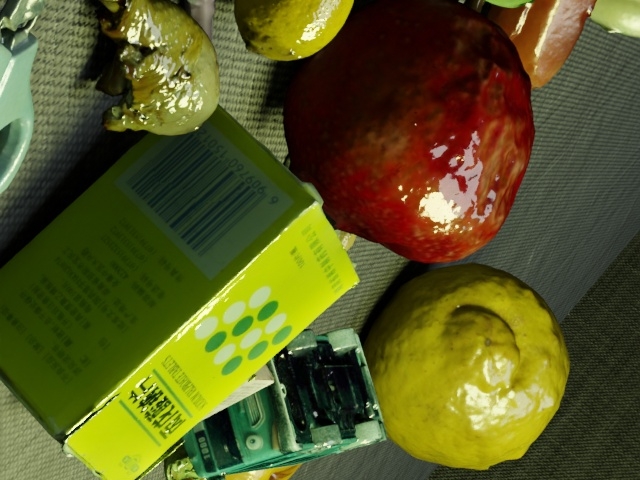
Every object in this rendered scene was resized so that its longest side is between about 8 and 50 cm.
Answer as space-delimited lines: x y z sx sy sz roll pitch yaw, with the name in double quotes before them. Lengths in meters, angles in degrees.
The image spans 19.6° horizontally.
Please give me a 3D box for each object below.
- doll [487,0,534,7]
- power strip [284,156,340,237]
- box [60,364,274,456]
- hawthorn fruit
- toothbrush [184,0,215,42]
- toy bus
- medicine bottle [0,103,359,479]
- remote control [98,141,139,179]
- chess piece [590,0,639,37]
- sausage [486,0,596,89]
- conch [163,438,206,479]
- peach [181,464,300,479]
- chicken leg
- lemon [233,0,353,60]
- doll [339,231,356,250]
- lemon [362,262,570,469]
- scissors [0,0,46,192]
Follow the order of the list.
"doll" 0.153 -0.307 1.374 0.198 0.186 0.322 -23 -144 53
"power strip" -0.016 -0.008 1.774 0.078 0.052 0.272 -43 161 -36
"box" -0.136 0.114 1.528 0.135 0.081 0.199 -29 167 10
"hawthorn fruit" 0.084 -0.124 1.554 0.230 0.210 0.266 8 103 -59
"toothbrush" -0.095 -0.092 1.386 0.029 0.024 0.354 -39 162 -21
"toy bus" -0.042 0.163 1.834 0.147 0.128 0.256 -20 170 20
"medicine bottle" -0.114 0.038 1.306 0.250 0.141 0.137 -42 157 -7
"remote control" -0.144 0.006 1.412 0.073 0.044 0.229 -44 163 -20
"chess piece" 0.378 -0.390 1.933 0.182 0.182 0.330 -35 152 -51
"sausage" 0.255 -0.301 1.874 0.102 0.102 0.330 -29 151 -59
"conch" -0.123 0.221 1.911 0.121 0.074 0.089 -41 150 -54
"peach" -0.077 0.238 2.046 0.179 0.103 0.179 -46 162 -20
"chicken leg" -0.116 -0.122 1.181 0.093 0.070 0.178 -45 157 -10
"lemon" -0.016 -0.180 1.319 0.110 0.082 0.082 -58 165 13
"doll" 0.008 0.005 1.880 0.061 0.051 0.093 -56 168 -22
"lemon" 0.180 0.166 2.395 0.285 0.285 0.316 -42 -171 -39
"scissors" -0.171 -0.133 1.048 0.360 0.029 0.191 -61 168 18
